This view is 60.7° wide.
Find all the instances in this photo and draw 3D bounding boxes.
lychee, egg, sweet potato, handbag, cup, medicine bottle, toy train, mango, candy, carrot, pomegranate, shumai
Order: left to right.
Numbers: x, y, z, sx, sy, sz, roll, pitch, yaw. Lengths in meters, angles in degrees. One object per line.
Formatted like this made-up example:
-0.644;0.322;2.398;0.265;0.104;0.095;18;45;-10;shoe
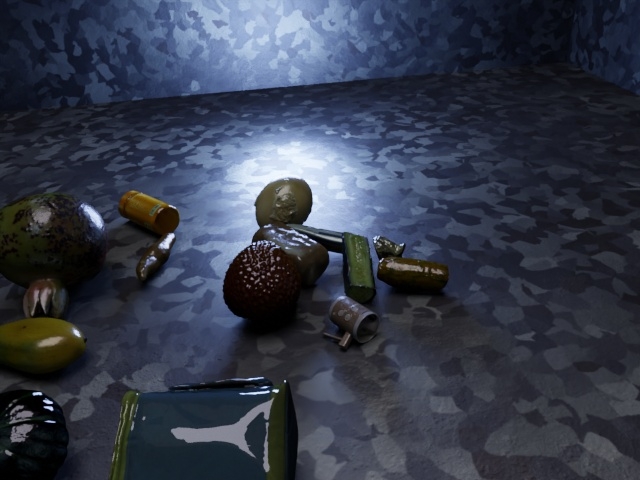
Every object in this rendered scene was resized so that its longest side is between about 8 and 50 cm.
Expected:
-0.628;0.222;1.200;0.237;0.091;0.137;10;28;21;mango
-0.668;0.052;1.364;0.285;0.285;0.340;-8;64;-7;pomegranate
-0.529;-0.086;1.687;0.192;0.096;0.096;21;39;33;medicine bottle
-0.449;0.036;1.516;0.067;0.067;0.274;0;25;6;sweet potato
-0.156;0.330;0.813;0.241;0.263;0.222;0;57;0;handbag
-0.136;0.102;1.269;0.194;0.194;0.194;-2;31;2;lychee
-0.106;-0.102;1.611;0.164;0.164;0.201;19;61;32;egg
-0.084;0.032;1.446;0.104;0.102;0.234;-27;41;-34;candy
0.000;0.000;1.510;0.252;0.055;0.048;11;42;10;toy train
0.066;0.187;1.225;0.074;0.102;0.099;21;6;-46;cup
0.187;0.018;1.461;0.080;0.083;0.082;-21;69;8;shumai
0.226;0.084;1.354;0.173;0.082;0.082;10;33;7;carrot

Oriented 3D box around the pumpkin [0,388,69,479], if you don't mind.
-0.524;0.349;0.924;0.194;0.150;0.194;-12;30;7;pumpkin

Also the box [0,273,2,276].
-0.904;0.081;1.503;0.055;0.039;0.218;22;39;33;box

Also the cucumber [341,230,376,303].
0.089;0.066;1.386;0.078;0.062;0.211;11;37;-12;cucumber
